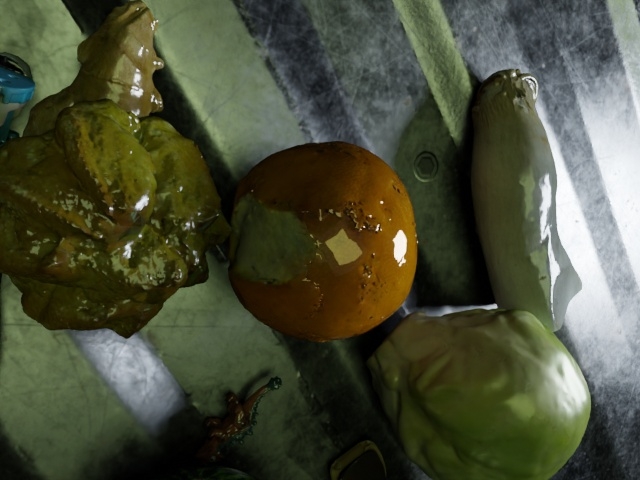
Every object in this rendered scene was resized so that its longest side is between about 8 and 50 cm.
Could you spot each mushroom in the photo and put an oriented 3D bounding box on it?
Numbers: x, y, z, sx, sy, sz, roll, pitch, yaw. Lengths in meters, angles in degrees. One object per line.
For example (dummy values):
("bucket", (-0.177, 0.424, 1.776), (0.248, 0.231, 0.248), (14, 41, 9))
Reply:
("mushroom", (0.311, -0.061, 0.836), (0.177, 0.126, 0.396), (-32, 111, -39))

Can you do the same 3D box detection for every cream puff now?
("cream puff", (-0.206, -0.016, 0.541), (0.244, 0.244, 0.196), (-36, 84, -17))

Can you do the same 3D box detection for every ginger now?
("ginger", (-0.227, -0.161, 0.594), (0.115, 0.081, 0.205), (34, 90, 5))

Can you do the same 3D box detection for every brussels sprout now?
("brussels sprout", (0.232, 0.218, 0.769), (0.316, 0.274, 0.242), (55, 35, -12))

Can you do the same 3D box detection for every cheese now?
("cheese", (0.078, 0.392, 0.835), (0.086, 0.036, 0.162), (-32, 109, -21))

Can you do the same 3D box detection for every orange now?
("orange", (0.000, 0.000, 0.634), (0.240, 0.240, 0.239), (-4, 99, -25))

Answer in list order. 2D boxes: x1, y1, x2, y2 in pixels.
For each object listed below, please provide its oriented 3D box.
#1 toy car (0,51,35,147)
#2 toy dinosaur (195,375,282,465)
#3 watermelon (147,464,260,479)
("toy car", (-0.370, -0.144, 0.514), (0.162, 0.126, 0.098), (16, 107, -20))
("toy dinosaur", (-0.110, 0.240, 0.719), (0.154, 0.049, 0.055), (-44, 110, -8))
("watermelon", (-0.138, 0.403, 0.601), (0.286, 0.285, 0.284), (-4, 99, -25))
